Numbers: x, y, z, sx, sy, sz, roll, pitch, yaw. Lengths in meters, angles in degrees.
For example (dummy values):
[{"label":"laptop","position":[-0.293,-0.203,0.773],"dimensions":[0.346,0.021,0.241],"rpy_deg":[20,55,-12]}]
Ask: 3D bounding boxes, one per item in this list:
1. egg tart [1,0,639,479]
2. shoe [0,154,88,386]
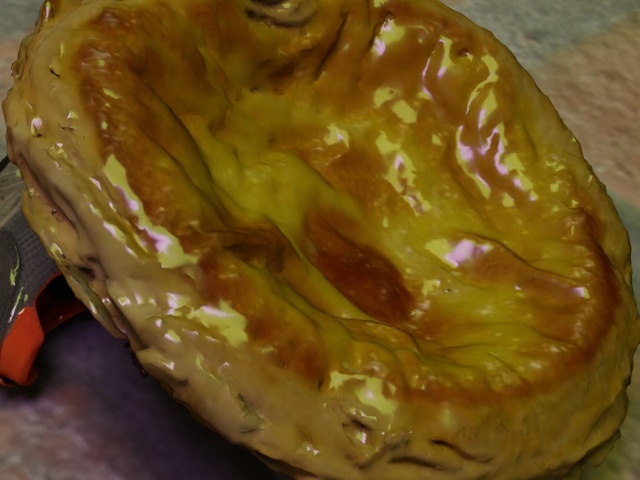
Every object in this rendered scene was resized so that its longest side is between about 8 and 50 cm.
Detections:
[{"label":"egg tart","position":[0.000,0.000,0.673],"dimensions":[0.295,0.116,0.295],"rpy_deg":[20,42,-20]},{"label":"shoe","position":[-0.112,-0.009,0.728],"dimensions":[0.077,0.074,0.194],"rpy_deg":[34,51,8]}]
